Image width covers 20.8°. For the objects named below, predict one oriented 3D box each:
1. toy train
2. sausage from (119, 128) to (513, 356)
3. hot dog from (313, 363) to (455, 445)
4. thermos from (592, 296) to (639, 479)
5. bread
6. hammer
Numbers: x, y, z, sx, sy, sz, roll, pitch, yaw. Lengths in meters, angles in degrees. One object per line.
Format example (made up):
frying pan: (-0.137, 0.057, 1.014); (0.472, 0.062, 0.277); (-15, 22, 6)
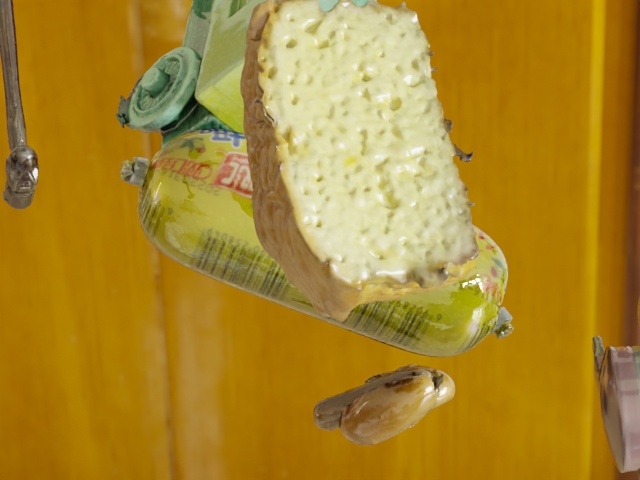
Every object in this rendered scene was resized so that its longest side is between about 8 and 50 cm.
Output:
toy train: (-0.043, -0.217, 1.650); (0.253, 0.160, 0.397); (-33, 34, 34)
sausage: (0.000, 0.000, 1.423); (0.347, 0.123, 0.123); (21, 23, -6)
hot dog: (0.059, 0.155, 1.662); (0.140, 0.060, 0.090); (-31, -1, 41)
thermos: (0.328, 0.094, 1.223); (0.265, 0.176, 0.146); (-4, -5, 4)
bread: (0.024, -0.044, 1.189); (0.143, 0.139, 0.229); (-6, 61, -8)
hammer: (-0.209, -0.107, 1.174); (0.021, 0.065, 0.178); (-3, 60, -16)
